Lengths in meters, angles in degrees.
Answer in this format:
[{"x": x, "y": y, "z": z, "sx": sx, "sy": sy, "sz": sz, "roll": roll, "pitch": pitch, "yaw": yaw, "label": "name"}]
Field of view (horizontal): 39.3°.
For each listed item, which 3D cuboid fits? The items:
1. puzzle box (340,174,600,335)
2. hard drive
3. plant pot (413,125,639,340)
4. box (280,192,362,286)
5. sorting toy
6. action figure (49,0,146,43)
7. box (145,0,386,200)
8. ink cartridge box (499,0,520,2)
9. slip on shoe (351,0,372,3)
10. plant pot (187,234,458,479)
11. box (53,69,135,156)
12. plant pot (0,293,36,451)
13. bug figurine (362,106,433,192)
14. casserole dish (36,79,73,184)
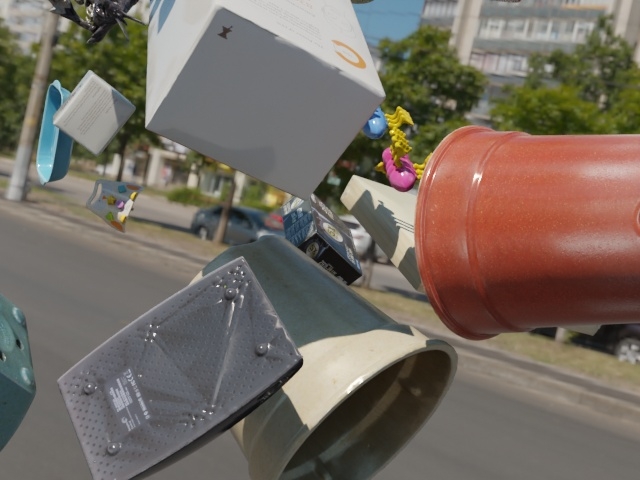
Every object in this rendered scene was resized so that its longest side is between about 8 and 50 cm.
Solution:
[{"x": 0.254, "y": 0.028, "z": 1.465, "sx": 0.409, "sy": 0.052, "sz": 0.272, "roll": 16, "pitch": 23, "yaw": -34, "label": "puzzle box"}, {"x": -0.152, "y": 0.149, "z": 0.982, "sx": 0.172, "sy": 0.255, "sz": 0.054, "roll": 56, "pitch": 0, "yaw": 35, "label": "hard drive"}, {"x": 0.295, "y": -0.010, "z": 1.041, "sx": 0.265, "sy": 0.272, "sz": 0.272, "roll": -1, "pitch": -9, "yaw": 44, "label": "plant pot"}, {"x": 0.000, "y": 0.000, "z": 1.816, "sx": 0.147, "sy": 0.077, "sz": 0.180, "roll": 43, "pitch": 18, "yaw": -28, "label": "box"}, {"x": -0.343, "y": -0.065, "z": 1.474, "sx": 0.075, "sy": 0.083, "sz": 0.045, "roll": 22, "pitch": -3, "yaw": 1, "label": "sorting toy"}, {"x": -0.477, "y": -0.506, "z": 1.808, "sx": 0.276, "sy": 0.164, "sz": 0.141, "roll": 38, "pitch": -2, "yaw": 26, "label": "action figure"}, {"x": -0.080, "y": -0.244, "z": 1.095, "sx": 0.215, "sy": 0.168, "sz": 0.345, "roll": 24, "pitch": 31, "yaw": -25, "label": "box"}, {"x": 0.239, "y": -0.444, "z": 1.270, "sx": 0.127, "sy": 0.176, "sz": 0.128, "roll": 10, "pitch": -43, "yaw": 11, "label": "ink cartridge box"}, {"x": 0.084, "y": -0.582, "z": 1.688, "sx": 0.123, "sy": 0.101, "sz": 0.331, "roll": 0, "pitch": -21, "yaw": -3, "label": "slip on shoe"}, {"x": -0.036, "y": 0.167, "z": 1.249, "sx": 0.305, "sy": 0.334, "sz": 0.334, "roll": 44, "pitch": 17, "yaw": 28, "label": "plant pot"}, {"x": -0.362, "y": -0.204, "z": 1.430, "sx": 0.087, "sy": 0.101, "sz": 0.102, "roll": 38, "pitch": 2, "yaw": -22, "label": "box"}, {"x": -0.512, "y": 0.165, "z": 1.132, "sx": 0.247, "sy": 0.252, "sz": 0.247, "roll": 56, "pitch": 6, "yaw": -50, "label": "plant pot"}, {"x": 0.150, "y": -0.099, "z": 1.246, "sx": 0.279, "sy": 0.072, "sz": 0.216, "roll": 33, "pitch": 23, "yaw": -20, "label": "bug figurine"}, {"x": -0.465, "y": -0.188, "z": 1.588, "sx": 0.037, "sy": 0.188, "sz": 0.114, "roll": 5, "pitch": 18, "yaw": -32, "label": "casserole dish"}]
